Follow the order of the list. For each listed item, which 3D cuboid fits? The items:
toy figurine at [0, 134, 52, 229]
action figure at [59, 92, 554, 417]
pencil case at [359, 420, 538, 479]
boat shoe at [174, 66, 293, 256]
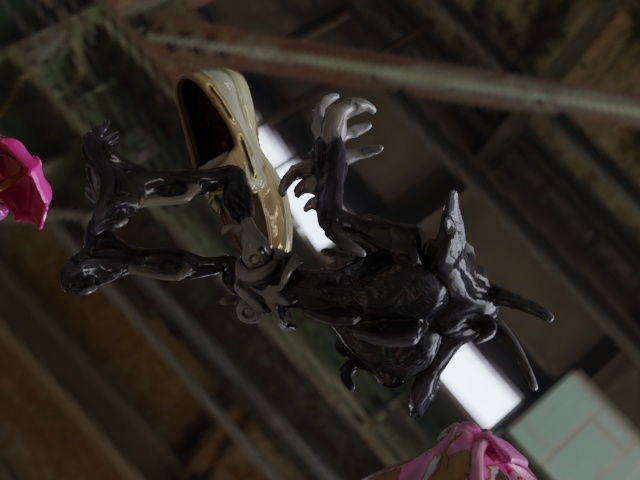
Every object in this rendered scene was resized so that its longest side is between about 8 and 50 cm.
[{"bbox_3d":[-0.273,-0.022,1.300,0.130,0.159,0.173,34,-72,39],"label":"toy figurine"},{"bbox_3d":[0.000,0.000,1.003,0.275,0.141,0.164,14,-46,8],"label":"action figure"},{"bbox_3d":[-0.013,0.253,1.166,0.386,0.167,0.160,-26,-71,28],"label":"pencil case"},{"bbox_3d":[-0.057,-0.042,1.078,0.050,0.045,0.135,-33,-110,37],"label":"boat shoe"}]
